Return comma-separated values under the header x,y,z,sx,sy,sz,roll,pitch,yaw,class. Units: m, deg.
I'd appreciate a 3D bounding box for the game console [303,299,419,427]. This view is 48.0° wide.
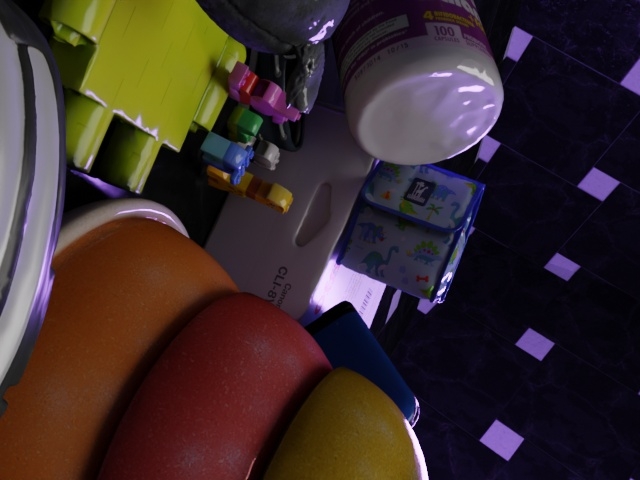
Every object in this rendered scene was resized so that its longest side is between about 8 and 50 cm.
x,y,z,sx,sy,sz,roll,pitch,yaw,class
-0.039,0.219,0.830,0.293,0.250,0.173,-35,134,0,game console

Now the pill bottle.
x,y,z,sx,sy,sz,roll,pitch,yaw,class
0.095,-0.250,0.832,0.169,0.169,0.301,84,-2,-59,pill bottle

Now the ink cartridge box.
x,y,z,sx,sy,sz,roll,pitch,yaw,class
0.000,0.000,1.031,0.279,0.161,0.384,-66,163,-9,ink cartridge box

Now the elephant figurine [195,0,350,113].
x,y,z,sx,sy,sz,roll,pitch,yaw,class
-0.083,-0.216,0.423,0.239,0.186,0.169,7,129,-49,elephant figurine

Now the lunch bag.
x,y,z,sx,sy,sz,roll,pitch,yaw,class
0.107,-0.018,0.843,0.151,0.129,0.096,-68,163,1,lunch bag

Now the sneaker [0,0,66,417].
x,y,z,sx,sy,sz,roll,pitch,yaw,class
-0.264,0.062,0.232,0.447,0.169,0.257,-64,166,-7,sneaker

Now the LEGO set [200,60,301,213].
x,y,z,sx,sy,sz,roll,pitch,yaw,class
-0.062,-0.082,0.740,0.087,0.093,0.227,-64,-179,-11,LEGO set

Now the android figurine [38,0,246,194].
x,y,z,sx,sy,sz,roll,pitch,yaw,class
-0.130,-0.175,0.584,0.272,0.056,0.248,-66,164,-4,android figurine

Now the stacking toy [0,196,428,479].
x,y,z,sx,sy,sz,roll,pitch,yaw,class
-0.039,0.198,0.580,0.350,0.480,0.350,-58,161,-32,stacking toy

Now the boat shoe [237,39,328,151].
x,y,z,sx,sy,sz,roll,pitch,yaw,class
-0.034,-0.218,0.791,0.095,0.079,0.254,-42,149,-59,boat shoe
